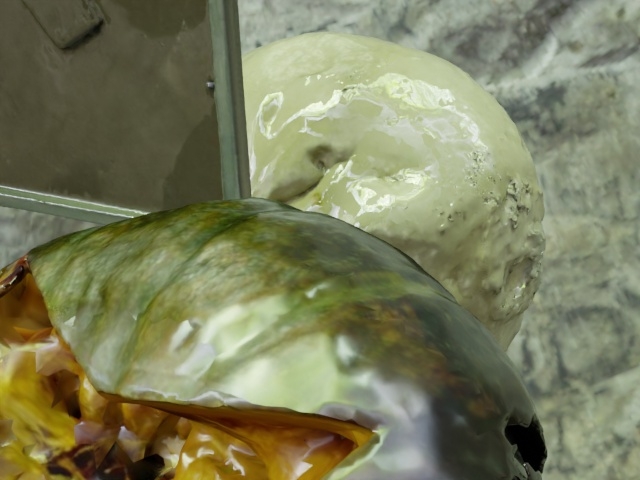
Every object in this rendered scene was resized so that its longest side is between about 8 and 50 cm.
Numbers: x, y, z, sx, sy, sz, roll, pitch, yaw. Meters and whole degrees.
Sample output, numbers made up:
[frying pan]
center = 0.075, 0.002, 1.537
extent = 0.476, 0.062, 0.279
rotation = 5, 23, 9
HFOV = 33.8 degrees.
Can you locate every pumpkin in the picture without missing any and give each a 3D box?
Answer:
[pumpkin]
center = -0.054, 0.132, 0.427
extent = 0.320, 0.320, 0.192
rotation = -33, -28, 18

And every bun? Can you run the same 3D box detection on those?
[bun]
center = 0.000, 0.000, 0.857
extent = 0.362, 0.234, 0.326
rotation = -34, -91, 42

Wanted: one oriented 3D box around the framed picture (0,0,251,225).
[framed picture]
center = -0.124, -0.123, 0.488
extent = 0.189, 0.023, 0.260
rotation = 10, -60, 22
